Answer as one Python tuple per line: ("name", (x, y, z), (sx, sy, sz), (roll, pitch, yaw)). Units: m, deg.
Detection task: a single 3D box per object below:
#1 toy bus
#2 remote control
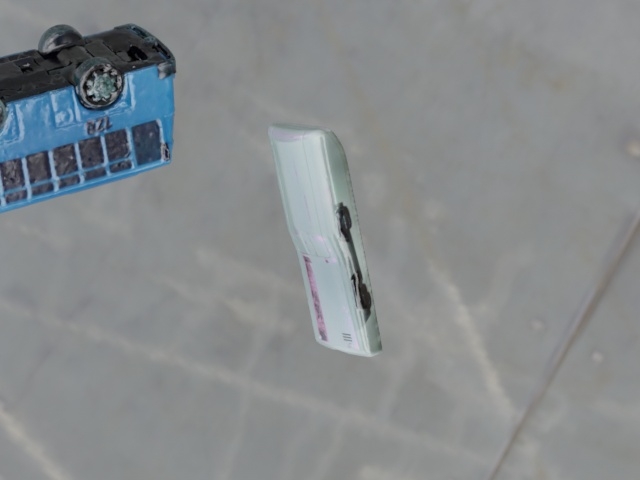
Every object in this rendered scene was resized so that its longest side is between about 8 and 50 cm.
("toy bus", (-0.194, -0.082, 1.315), (0.090, 0.185, 0.106), (41, 141, 54))
("remote control", (0.000, 0.000, 1.290), (0.065, 0.029, 0.166), (11, 117, 51))
